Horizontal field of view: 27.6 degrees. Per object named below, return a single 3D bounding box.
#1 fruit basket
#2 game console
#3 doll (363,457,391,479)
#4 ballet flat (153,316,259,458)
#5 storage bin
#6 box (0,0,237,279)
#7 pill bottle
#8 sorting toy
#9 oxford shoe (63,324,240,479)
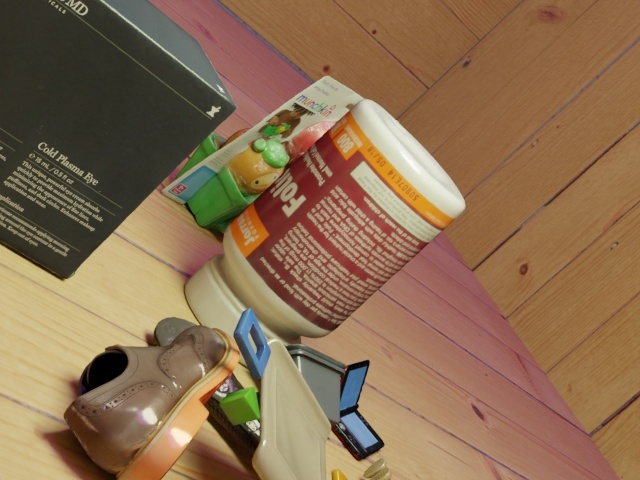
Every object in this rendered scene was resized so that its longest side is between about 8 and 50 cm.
[{"bbox_3d":[-0.057,-0.135,2.266,0.327,0.353,0.165,22,42,-64],"label":"fruit basket"},{"bbox_3d":[0.069,0.265,2.045,0.124,0.085,0.144,50,13,12],"label":"game console"},{"bbox_3d":[0.138,0.411,1.911,0.189,0.046,0.129,51,2,-13],"label":"doll"},{"bbox_3d":[-0.128,0.200,1.675,0.250,0.058,0.084,44,47,10],"label":"ballet flat"},{"bbox_3d":[-0.029,0.218,1.881,0.135,0.098,0.091,33,46,-50],"label":"storage bin"},{"bbox_3d":[-0.336,-0.179,1.535,0.343,0.312,0.179,37,16,-40],"label":"box"},{"bbox_3d":[0.000,0.000,1.920,0.224,0.392,0.224,44,12,-12],"label":"pill bottle"},{"bbox_3d":[-0.041,0.243,1.527,0.196,0.047,0.348,-86,153,-52],"label":"sorting toy"},{"bbox_3d":[-0.185,0.152,1.458,0.133,0.130,0.364,40,13,-5],"label":"oxford shoe"}]
